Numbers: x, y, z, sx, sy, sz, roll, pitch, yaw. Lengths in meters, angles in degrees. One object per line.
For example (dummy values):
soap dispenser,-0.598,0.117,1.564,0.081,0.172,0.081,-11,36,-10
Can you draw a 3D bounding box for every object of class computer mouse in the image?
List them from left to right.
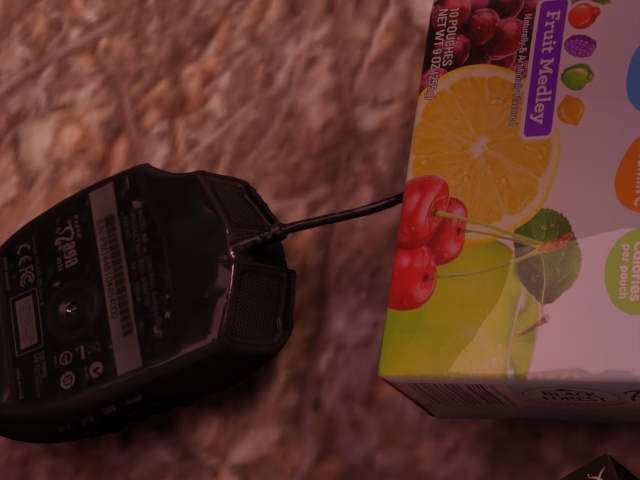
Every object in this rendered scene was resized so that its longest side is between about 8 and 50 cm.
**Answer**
computer mouse,0.000,0.000,0.453,0.242,0.041,0.071,-21,60,19

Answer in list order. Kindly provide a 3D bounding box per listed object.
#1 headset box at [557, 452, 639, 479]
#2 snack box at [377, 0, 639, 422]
headset box,0.044,0.095,0.352,0.083,0.032,0.062,-32,47,17
snack box,0.088,-0.011,0.363,0.141,0.037,0.100,-1,69,28
